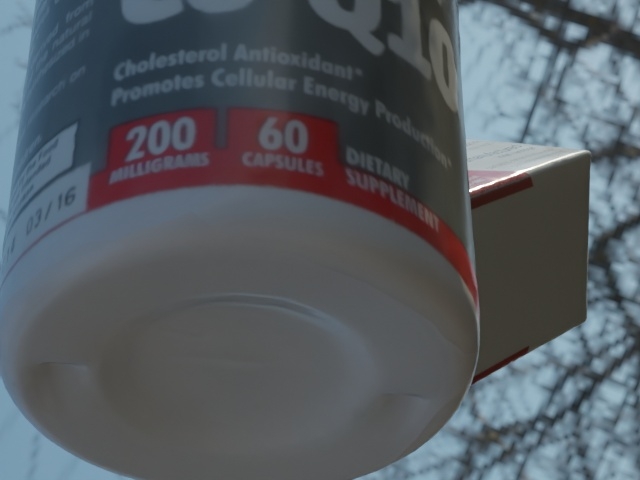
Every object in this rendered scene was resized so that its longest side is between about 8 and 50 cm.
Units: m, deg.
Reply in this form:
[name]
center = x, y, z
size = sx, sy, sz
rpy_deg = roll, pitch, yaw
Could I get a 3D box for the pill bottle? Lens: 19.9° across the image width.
[pill bottle]
center = -0.028, -0.065, 0.676
size = 0.161, 0.161, 0.283
rpy_deg = 71, -166, -51

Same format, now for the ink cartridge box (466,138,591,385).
[ink cartridge box]
center = 0.000, 0.000, 1.099
size = 0.197, 0.273, 0.114
rpy_deg = -20, -68, -57
